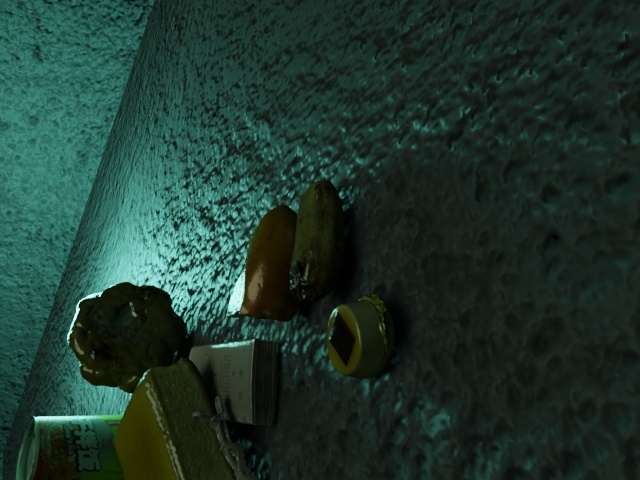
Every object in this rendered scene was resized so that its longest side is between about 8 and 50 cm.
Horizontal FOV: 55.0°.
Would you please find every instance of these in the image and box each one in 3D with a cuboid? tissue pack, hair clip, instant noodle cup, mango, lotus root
[{"bbox_3d":[-0.199,0.308,1.339,0.325,0.071,0.170,-19,65,53],"label":"tissue pack"},{"bbox_3d":[-0.174,0.413,1.197,0.226,0.072,0.034,56,140,20],"label":"hair clip"},{"bbox_3d":[-0.669,0.622,1.728,0.294,0.308,0.293,-28,55,49],"label":"instant noodle cup"},{"bbox_3d":[-0.089,0.045,1.225,0.154,0.126,0.252,135,147,-61],"label":"mango"},{"bbox_3d":[0.000,0.000,1.134,0.110,0.097,0.258,-26,49,47],"label":"lotus root"}]

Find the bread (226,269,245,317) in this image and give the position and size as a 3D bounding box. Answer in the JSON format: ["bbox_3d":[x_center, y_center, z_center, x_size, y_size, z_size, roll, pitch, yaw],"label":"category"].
[{"bbox_3d":[-0.155,0.109,1.388,0.193,0.036,0.112,-27,51,54],"label":"bread"}]

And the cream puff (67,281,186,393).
[{"bbox_3d":[-0.528,0.289,1.693,0.324,0.291,0.257,53,147,29],"label":"cream puff"}]

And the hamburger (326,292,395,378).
[{"bbox_3d":[0.068,0.150,0.979,0.126,0.082,0.141,30,115,59],"label":"hamburger"}]

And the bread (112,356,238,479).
[{"bbox_3d":[-0.314,0.476,1.321,0.323,0.143,0.333,-56,52,40],"label":"bread"}]
